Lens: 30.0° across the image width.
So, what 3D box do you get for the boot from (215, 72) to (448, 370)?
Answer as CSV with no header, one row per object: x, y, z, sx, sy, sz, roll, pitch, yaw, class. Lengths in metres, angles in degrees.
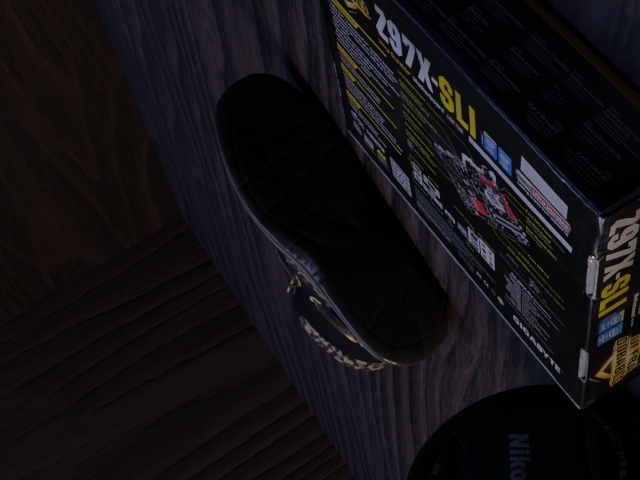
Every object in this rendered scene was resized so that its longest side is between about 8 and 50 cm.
0.000,0.000,1.436,0.377,0.138,0.284,52,169,7,boot

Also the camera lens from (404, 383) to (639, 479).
0.200,0.275,0.996,0.219,0.219,0.274,45,163,55,camera lens

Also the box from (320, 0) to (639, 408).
0.113,-0.070,0.819,0.322,0.079,0.257,53,167,32,box
